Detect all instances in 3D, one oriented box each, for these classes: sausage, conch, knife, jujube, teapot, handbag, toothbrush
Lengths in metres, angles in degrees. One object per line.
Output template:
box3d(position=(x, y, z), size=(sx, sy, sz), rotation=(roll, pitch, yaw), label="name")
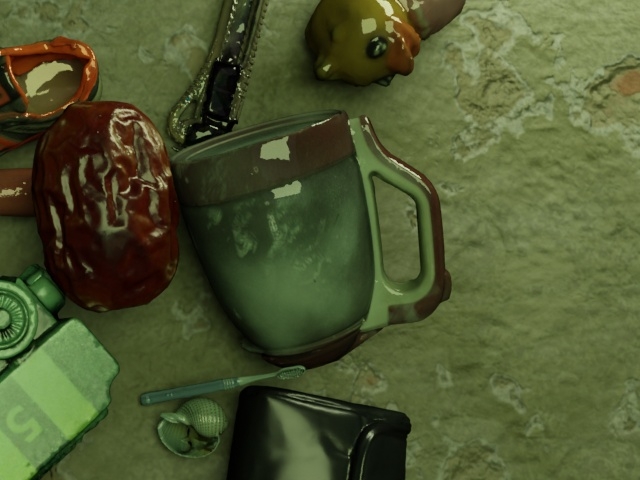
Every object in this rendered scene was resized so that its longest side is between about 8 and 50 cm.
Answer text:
box3d(position=(-0.345, -0.061, 1.785), size=(0.154, 0.062, 0.062), rotation=(-2, 82, -20), label="sausage")
box3d(position=(-0.159, 0.235, 1.808), size=(0.085, 0.056, 0.076), rotation=(7, 97, 12), label="conch")
box3d(position=(-0.117, -0.283, 1.909), size=(0.089, 0.043, 0.365), rotation=(20, 75, -16), label="knife")
box3d(position=(-0.255, -0.040, 1.696), size=(0.174, 0.174, 0.250), rotation=(-3, 90, -20), label="jujube")
box3d(position=(0.000, 0.000, 1.793), size=(0.315, 0.233, 0.312), rotation=(-14, 102, 7), label="teapot")
box3d(position=(0.016, 0.343, 1.785), size=(0.275, 0.178, 0.301), rotation=(11, 78, -17), label="handbag")
box3d(position=(-0.123, 0.182, 1.785), size=(0.220, 0.019, 0.016), rotation=(-11, 100, 14), label="toothbrush")

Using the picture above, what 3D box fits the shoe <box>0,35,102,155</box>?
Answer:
box3d(position=(-0.409, -0.163, 1.720), size=(0.336, 0.171, 0.132), rotation=(-23, 90, -21), label="shoe")

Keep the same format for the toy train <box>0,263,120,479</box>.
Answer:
box3d(position=(-0.392, 0.178, 1.682), size=(0.299, 0.167, 0.238), rotation=(-44, 103, -19), label="toy train")

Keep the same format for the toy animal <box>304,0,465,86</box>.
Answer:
box3d(position=(0.090, -0.315, 1.928), size=(0.169, 0.195, 0.281), rotation=(24, 65, 27), label="toy animal")
